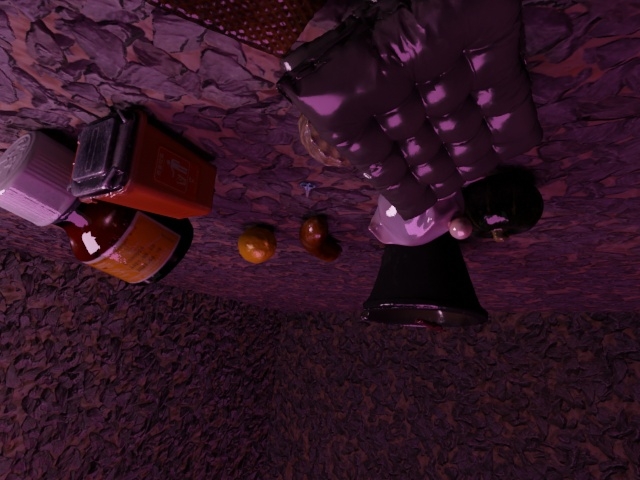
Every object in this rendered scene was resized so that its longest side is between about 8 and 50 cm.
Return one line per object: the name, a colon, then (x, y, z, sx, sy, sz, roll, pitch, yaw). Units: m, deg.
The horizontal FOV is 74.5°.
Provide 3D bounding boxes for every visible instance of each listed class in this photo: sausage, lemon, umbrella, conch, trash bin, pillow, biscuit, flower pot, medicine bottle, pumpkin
sausage: (-0.005, 0.000, 1.268, 0.103, 0.076, 0.302, -6, 163, 11)
lemon: (-0.200, 0.014, 1.316, 0.114, 0.114, 0.155, 17, 161, -34)
umbrella: (0.313, 0.238, 1.186, 0.027, 0.025, 0.165, 14, 171, 46)
conch: (0.039, -0.155, 0.635, 0.155, 0.130, 0.207, 36, 176, -9)
trash bin: (-0.338, -0.127, 0.819, 0.185, 0.161, 0.239, -4, 164, 31)
pillow: (0.129, -0.153, 0.478, 0.228, 0.101, 0.326, -31, 143, 18)
biscuit: (-0.111, -0.271, 0.405, 0.252, 0.070, 0.106, 13, 163, -25)
flower pot: (0.299, 0.114, 1.237, 0.380, 0.251, 0.379, 5, 161, 2)
medicine bottle: (-0.506, -0.073, 0.960, 0.243, 0.242, 0.395, -6, 146, 34)
pumpkin: (0.357, -0.063, 0.848, 0.167, 0.125, 0.167, 3, 145, 2)

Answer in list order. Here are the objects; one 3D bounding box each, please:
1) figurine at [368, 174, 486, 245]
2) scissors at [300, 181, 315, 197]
figurine: (0.190, -0.094, 0.711, 0.133, 0.200, 0.276, -2, 142, -34)
scissors: (-0.030, -0.119, 0.997, 0.036, 0.006, 0.083, 4, 163, -1)
